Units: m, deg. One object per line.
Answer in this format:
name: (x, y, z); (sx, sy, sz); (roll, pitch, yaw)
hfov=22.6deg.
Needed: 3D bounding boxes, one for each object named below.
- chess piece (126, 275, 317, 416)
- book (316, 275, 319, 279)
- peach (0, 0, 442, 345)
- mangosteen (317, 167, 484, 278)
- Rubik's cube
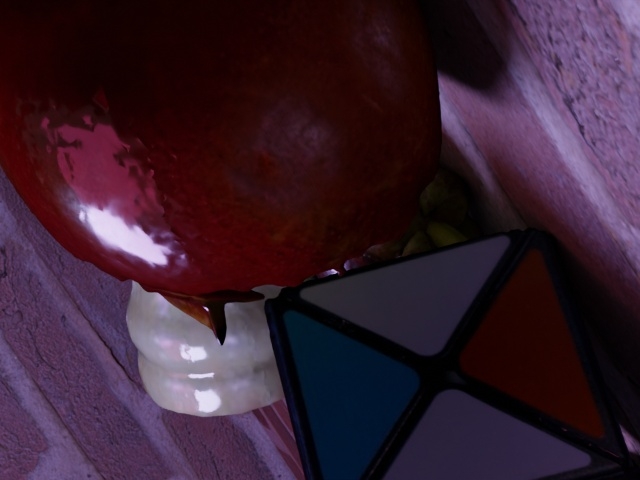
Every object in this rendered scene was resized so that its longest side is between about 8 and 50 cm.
chess piece: (-0.134, -0.056, 1.712); (0.234, 0.234, 0.442); (33, 139, 61)
book: (0.000, 0.000, 1.767); (0.289, 0.026, 0.201); (82, 166, -52)
peach: (-0.100, -0.145, 1.219); (0.406, 0.335, 0.310); (50, 170, 51)
mangosteen: (0.069, -0.022, 1.411); (0.181, 0.156, 0.146); (-17, 82, 48)
Rubik's cube: (0.107, 0.168, 1.324); (0.248, 0.246, 0.250); (77, 178, -56)
